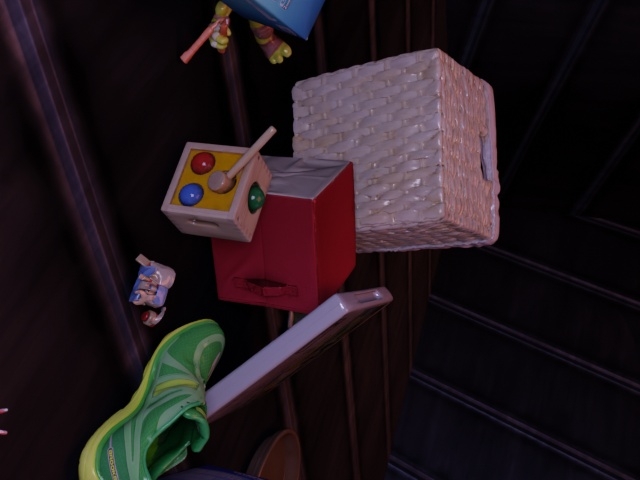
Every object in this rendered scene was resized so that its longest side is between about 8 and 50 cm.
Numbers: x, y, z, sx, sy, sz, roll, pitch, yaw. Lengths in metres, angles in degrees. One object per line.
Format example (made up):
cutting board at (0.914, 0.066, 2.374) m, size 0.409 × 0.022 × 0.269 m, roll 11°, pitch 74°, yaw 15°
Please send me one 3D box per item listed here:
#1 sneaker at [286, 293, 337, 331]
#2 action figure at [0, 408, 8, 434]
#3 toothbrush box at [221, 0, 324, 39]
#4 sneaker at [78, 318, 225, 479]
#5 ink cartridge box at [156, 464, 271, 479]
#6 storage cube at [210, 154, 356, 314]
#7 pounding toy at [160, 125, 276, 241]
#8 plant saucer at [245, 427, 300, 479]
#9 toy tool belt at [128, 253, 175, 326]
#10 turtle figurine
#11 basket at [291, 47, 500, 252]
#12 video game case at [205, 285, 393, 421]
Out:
sneaker at (-0.018, 0.136, 1.435) m, size 0.081 × 0.080 × 0.211 m, roll 72°, pitch 30°, yaw -59°
action figure at (-0.317, 0.215, 0.504) m, size 0.091 × 0.139 × 0.281 m, roll -29°, pitch 122°, yaw -69°
toothbrush box at (-0.089, -0.393, 0.744) m, size 0.295 × 0.126 × 0.216 m, roll 17°, pitch 100°, yaw -58°
sneaker at (-0.190, 0.226, 0.892) m, size 0.295 × 0.123 × 0.109 m, roll -61°, pitch 152°, yaw -48°
ink cartridge box at (-0.188, 0.483, 0.974) m, size 0.395 × 0.151 × 0.270 m, roll 37°, pitch 63°, yaw -71°
storage cube at (-0.056, -0.019, 1.097) m, size 0.215 × 0.183 × 0.193 m, roll -49°, pitch 142°, yaw -57°
pounding toy at (-0.128, -0.080, 0.921) m, size 0.100 × 0.141 × 0.130 m, roll 61°, pitch 40°, yaw -60°
plant saucer at (-0.108, 0.525, 1.392) m, size 0.278 × 0.041 × 0.278 m, roll 8°, pitch 90°, yaw -72°
toy tool belt at (-0.224, 0.063, 0.860) m, size 0.051 × 0.052 × 0.083 m, roll 30°, pitch 61°, yaw -36°
turtle figurine at (-0.103, -0.344, 0.973) m, size 0.270 × 0.087 × 0.217 m, roll -64°, pitch 153°, yaw -3°
basket at (0.145, -0.153, 1.290) m, size 0.266 × 0.331 × 0.328 m, roll 10°, pitch 78°, yaw -58°
video game case at (-0.049, 0.184, 1.091) m, size 0.036 × 0.329 × 0.300 m, roll 54°, pitch 14°, yaw 12°
